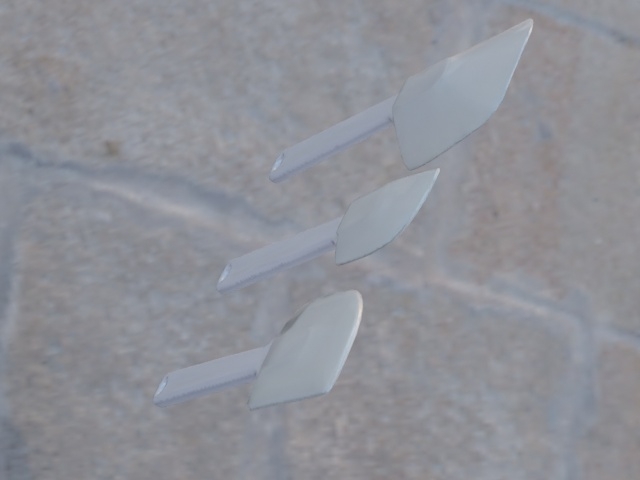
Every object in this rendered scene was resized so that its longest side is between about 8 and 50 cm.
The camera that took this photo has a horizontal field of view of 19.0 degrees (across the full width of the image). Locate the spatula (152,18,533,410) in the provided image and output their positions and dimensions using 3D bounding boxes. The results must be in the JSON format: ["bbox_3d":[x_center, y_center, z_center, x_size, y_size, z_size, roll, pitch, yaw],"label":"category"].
[{"bbox_3d":[0.000,0.000,0.779,0.019,0.242,0.168,30,73,-14],"label":"spatula"}]
